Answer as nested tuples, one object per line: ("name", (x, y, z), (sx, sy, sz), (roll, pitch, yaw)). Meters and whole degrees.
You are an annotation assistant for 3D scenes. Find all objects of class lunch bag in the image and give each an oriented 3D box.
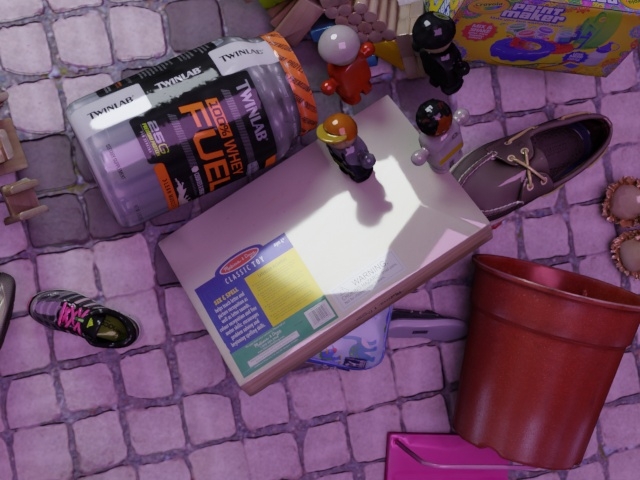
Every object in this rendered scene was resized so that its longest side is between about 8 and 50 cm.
("lunch bag", (0.021, 0.082, 1.577), (0.176, 0.090, 0.219), (13, 88, -9))

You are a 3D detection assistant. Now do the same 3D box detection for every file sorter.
("file sorter", (0.212, 0.454, 1.586), (0.202, 0.182, 0.291), (4, 92, -12))

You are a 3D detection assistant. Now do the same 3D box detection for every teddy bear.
("teddy bear", (0.620, -0.050, 1.708), (0.338, 0.113, 0.245), (-30, 91, -2))

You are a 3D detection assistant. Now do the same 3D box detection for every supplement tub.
("supplement tub", (-0.176, -0.163, 1.468), (0.316, 0.193, 0.194), (-26, 98, -10))

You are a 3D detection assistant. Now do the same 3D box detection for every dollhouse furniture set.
("dollhouse furniture set", (-0.534, -0.097, 1.443), (0.242, 0.161, 0.212), (-23, 98, -33))

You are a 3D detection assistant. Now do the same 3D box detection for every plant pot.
("plant pot", (0.325, 0.183, 1.574), (0.272, 0.272, 0.265), (12, 98, -13))

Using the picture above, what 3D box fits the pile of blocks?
("pile of blocks", (0.018, -0.360, 1.563), (0.362, 0.149, 0.113), (31, 43, -21))

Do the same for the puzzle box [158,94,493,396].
("puzzle box", (0.000, 0.000, 1.487), (0.409, 0.052, 0.272), (-33, 61, -2))

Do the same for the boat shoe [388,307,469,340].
("boat shoe", (0.165, 0.127, 1.632), (0.142, 0.049, 0.040), (4, 53, -18))

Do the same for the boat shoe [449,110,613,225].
("boat shoe", (0.310, -0.112, 1.575), (0.324, 0.096, 0.117), (-26, 89, -31))

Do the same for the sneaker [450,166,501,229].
("sneaker", (0.166, -0.059, 1.621), (0.221, 0.087, 0.128), (38, 102, -12))

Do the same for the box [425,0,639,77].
("box", (0.312, -0.413, 1.530), (0.290, 0.177, 0.279), (5, 68, -12))

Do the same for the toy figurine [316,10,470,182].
("toy figurine", (0.098, -0.197, 1.442), (0.213, 0.148, 0.210), (-2, 64, 14))

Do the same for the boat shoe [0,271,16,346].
("boat shoe", (-0.534, 0.195, 1.435), (0.130, 0.132, 0.355), (26, 85, -13))

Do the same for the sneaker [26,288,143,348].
("sneaker", (-0.336, 0.114, 1.503), (0.170, 0.075, 0.063), (20, 88, -12))
